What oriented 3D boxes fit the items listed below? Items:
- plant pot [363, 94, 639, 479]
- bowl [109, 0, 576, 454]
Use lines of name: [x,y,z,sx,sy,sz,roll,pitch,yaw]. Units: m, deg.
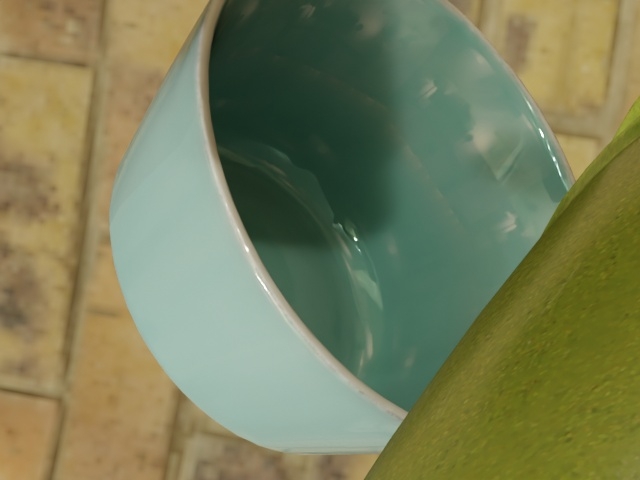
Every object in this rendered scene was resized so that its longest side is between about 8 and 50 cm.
plant pot: [0.131,0.146,0.472,0.353,0.366,0.366,-35,-43,-43]
bowl: [0.000,0.000,1.141,0.311,0.163,0.311,28,-133,-34]
